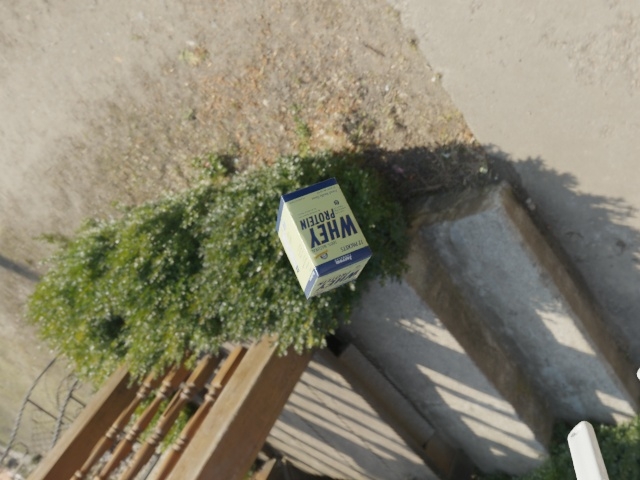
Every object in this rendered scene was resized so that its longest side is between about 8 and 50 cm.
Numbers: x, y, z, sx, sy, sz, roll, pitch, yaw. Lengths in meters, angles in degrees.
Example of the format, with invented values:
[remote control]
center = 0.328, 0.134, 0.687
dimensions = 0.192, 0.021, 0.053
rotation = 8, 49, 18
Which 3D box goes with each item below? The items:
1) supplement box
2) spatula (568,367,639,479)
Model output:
[supplement box]
center = 0.000, 0.000, 0.553
dimensions = 0.083, 0.056, 0.083
rotation = 111, 136, -68
[spatula]
center = 0.159, 0.073, 0.227
dimensions = 0.019, 0.242, 0.168
rotation = 40, 104, 16
